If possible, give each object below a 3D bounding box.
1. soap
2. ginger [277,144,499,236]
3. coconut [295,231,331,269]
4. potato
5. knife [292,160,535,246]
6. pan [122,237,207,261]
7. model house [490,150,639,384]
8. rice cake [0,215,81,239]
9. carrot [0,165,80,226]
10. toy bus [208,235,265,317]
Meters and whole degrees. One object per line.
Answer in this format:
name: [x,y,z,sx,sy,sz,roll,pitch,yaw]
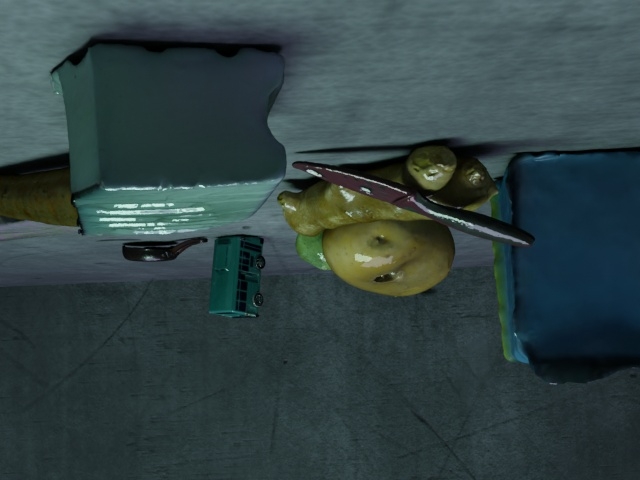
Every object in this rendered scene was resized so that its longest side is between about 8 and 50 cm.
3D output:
soap: [-0.111,-0.057,0.520,0.145,0.091,0.230,-1,173,-12]
ginger: [0.057,-0.046,0.815,0.118,0.065,0.298,25,156,-36]
coconut: [0.000,0.000,1.182,0.088,0.096,0.088,-31,155,-17]
potato: [0.090,0.005,0.994,0.150,0.146,0.234,-47,148,8]
knife: [0.090,-0.037,0.711,0.247,0.018,0.035,18,156,-1]
pan: [-0.307,0.021,1.481,0.212,0.040,0.115,-6,179,33]
model house: [0.306,0.035,0.871,0.215,0.237,0.303,-3,175,2]
rice cake: [-0.392,-0.027,0.895,0.298,0.050,0.106,-6,174,31]
carrot: [-0.253,-0.045,0.714,0.298,0.078,0.078,1,176,28]
toy bus: [-0.165,0.067,1.434,0.079,0.160,0.091,-6,165,38]
